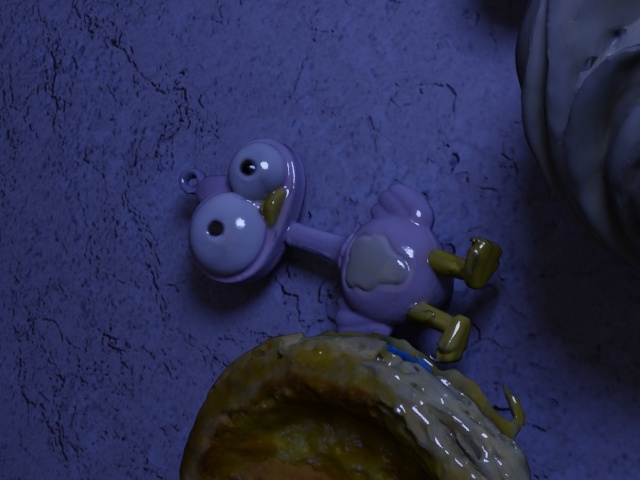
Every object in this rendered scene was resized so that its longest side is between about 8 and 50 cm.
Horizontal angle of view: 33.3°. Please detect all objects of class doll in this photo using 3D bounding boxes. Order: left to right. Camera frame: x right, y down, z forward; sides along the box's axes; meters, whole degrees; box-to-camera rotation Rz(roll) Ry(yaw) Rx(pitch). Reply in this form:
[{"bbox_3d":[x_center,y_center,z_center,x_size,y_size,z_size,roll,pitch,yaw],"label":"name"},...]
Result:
[{"bbox_3d":[0.000,0.000,1.047,0.365,0.094,0.160,23,95,29],"label":"doll"}]

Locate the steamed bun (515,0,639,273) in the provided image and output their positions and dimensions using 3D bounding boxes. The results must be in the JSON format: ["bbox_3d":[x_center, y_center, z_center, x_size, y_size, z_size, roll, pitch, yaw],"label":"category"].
[{"bbox_3d":[0.295,-0.102,0.736,0.367,0.255,0.343,17,130,28],"label":"steamed bun"}]

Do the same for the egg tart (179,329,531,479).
[{"bbox_3d":[0.043,0.263,0.966,0.387,0.169,0.388,0,89,33],"label":"egg tart"}]
